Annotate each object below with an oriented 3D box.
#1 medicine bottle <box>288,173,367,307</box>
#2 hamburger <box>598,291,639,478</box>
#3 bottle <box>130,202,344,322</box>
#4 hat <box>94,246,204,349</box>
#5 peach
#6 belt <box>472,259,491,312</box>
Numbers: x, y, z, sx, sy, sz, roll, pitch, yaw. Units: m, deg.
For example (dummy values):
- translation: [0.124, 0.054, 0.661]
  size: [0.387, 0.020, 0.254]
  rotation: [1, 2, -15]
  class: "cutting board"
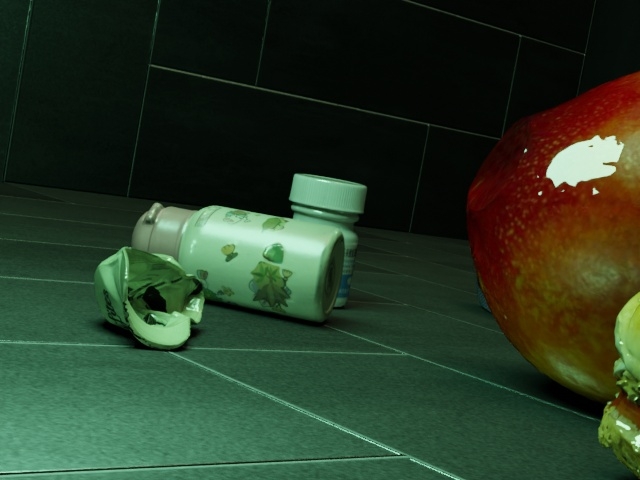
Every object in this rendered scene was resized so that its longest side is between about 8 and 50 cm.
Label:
- translation: [0.000, 0.000, 1.650]
  size: [0.105, 0.168, 0.105]
  rotation: [10, 5, -1]
  class: "medicine bottle"
- translation: [0.330, 0.119, 0.902]
  size: [0.244, 0.163, 0.244]
  rotation: [12, 5, -1]
  class: "hamburger"
- translation: [-0.104, 0.020, 1.486]
  size: [0.253, 0.120, 0.120]
  rotation: [10, 4, 13]
  class: "bottle"
- translation: [-0.167, 0.064, 1.184]
  size: [0.122, 0.081, 0.166]
  rotation: [49, 7, -21]
  class: "hat"
- translation: [0.338, 0.000, 1.255]
  size: [0.388, 0.388, 0.388]
  rotation: [10, 4, -1]
  class: "peach"
- translation: [0.327, 0.064, 1.906]
  size: [0.140, 0.126, 0.230]
  rotation: [-17, 16, -22]
  class: "belt"
